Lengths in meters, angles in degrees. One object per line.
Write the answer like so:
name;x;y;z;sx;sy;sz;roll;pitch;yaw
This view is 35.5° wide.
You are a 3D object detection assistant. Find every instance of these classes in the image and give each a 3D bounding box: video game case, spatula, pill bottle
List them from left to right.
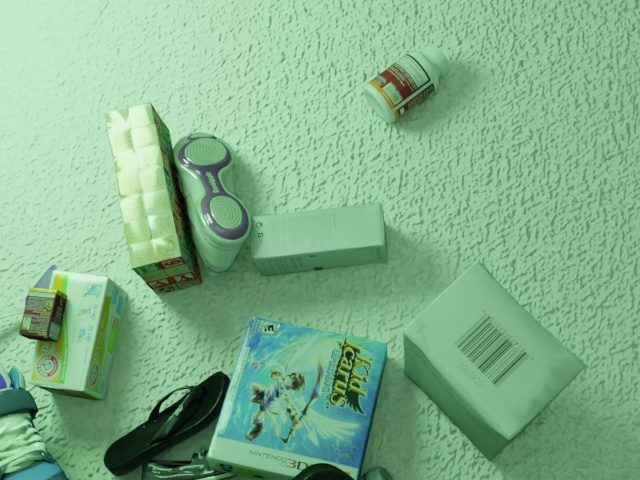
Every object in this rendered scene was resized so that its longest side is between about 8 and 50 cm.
spatula;-0.583;0.147;1.799;0.296;0.030;0.084;-36;30;1
video game case;-0.033;0.273;1.666;0.244;0.061;0.269;11;59;7
pill bottle;0.161;-0.292;1.842;0.152;0.086;0.086;-37;73;-7

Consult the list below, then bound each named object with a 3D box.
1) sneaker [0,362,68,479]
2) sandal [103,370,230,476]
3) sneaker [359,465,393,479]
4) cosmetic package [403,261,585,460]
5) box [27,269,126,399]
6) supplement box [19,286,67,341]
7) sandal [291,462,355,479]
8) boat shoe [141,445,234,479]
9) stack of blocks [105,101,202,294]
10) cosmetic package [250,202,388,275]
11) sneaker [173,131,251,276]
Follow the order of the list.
sneaker;-0.503;0.310;1.596;0.130;0.323;0.236;-16;90;-24
sandal;-0.261;0.306;1.693;0.254;0.054;0.097;-36;30;-5
sneaker;0.123;0.497;1.614;0.091;0.094;0.258;-34;68;14
cosmetic package;0.249;0.199;1.528;0.156;0.385;0.217;-42;76;-6
box;-0.422;0.167;1.747;0.103;0.114;0.203;7;75;9
supplement box;-0.465;0.125;1.682;0.055;0.043;0.083;5;73;14
sandal;-0.091;0.527;1.467;0.167;0.107;0.446;38;82;-18
boat shoe;-0.205;0.378;1.681;0.206;0.075;0.065;-14;75;6
stack of blocks;-0.295;-0.072;1.777;0.087;0.171;0.297;-14;71;1
cosmetic package;0.000;0.000;1.754;0.231;0.117;0.085;-6;73;6
sneaker;-0.208;-0.069;1.795;0.114;0.152;0.305;0;46;-19
